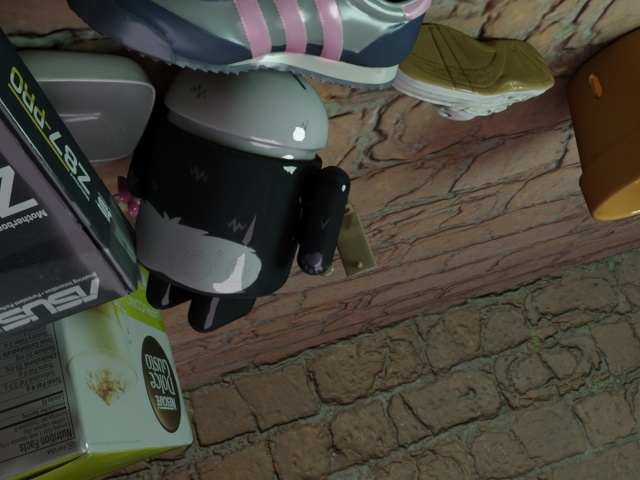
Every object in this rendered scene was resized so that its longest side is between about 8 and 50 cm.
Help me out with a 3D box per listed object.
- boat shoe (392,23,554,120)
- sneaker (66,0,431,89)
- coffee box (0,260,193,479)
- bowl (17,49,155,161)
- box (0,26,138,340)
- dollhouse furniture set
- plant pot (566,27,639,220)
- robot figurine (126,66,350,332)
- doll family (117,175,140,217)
[{"bbox_3d":[0.167,-0.185,0.773,0.277,0.098,0.096,-6,157,-38],"label":"boat shoe"},{"bbox_3d":[-0.037,-0.210,0.524,0.319,0.112,0.131,-7,142,-39],"label":"sneaker"},{"bbox_3d":[-0.403,0.157,0.825,0.338,0.335,0.338,-19,163,2],"label":"coffee box"},{"bbox_3d":[-0.238,-0.128,0.608,0.142,0.053,0.142,-9,160,-31],"label":"bowl"},{"bbox_3d":[-0.393,-0.022,0.500,0.394,0.097,0.318,-19,136,0],"label":"box"},{"bbox_3d":[0.000,0.000,1.110,0.144,0.123,0.151,-21,162,8],"label":"dollhouse furniture set"},{"bbox_3d":[0.500,-0.182,0.946,0.290,0.204,0.291,-16,162,-5],"label":"plant pot"},{"bbox_3d":[-0.093,-0.050,0.666,0.209,0.173,0.278,12,108,-16],"label":"robot figurine"},{"bbox_3d":[-0.154,-0.053,0.867,0.163,0.118,0.263,-12,144,0],"label":"doll family"}]
